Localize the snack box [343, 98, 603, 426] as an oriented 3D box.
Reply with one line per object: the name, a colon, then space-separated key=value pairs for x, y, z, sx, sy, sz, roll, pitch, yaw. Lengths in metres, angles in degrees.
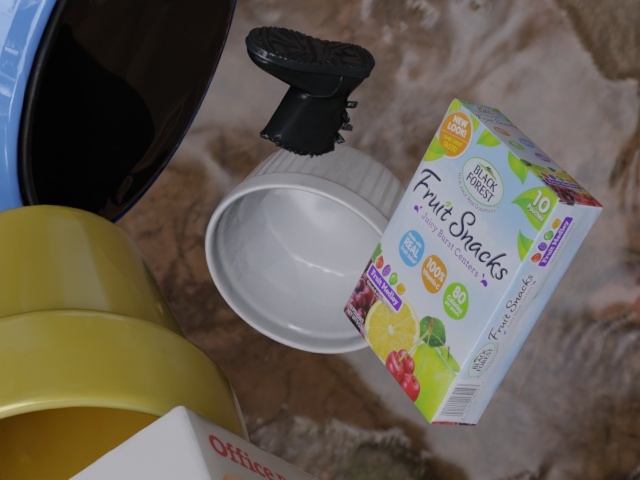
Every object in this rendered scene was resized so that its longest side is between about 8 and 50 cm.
snack box: x=0.075 y=0.012 z=0.723 sx=0.100 sy=0.037 sz=0.141 roll=51 pitch=123 yaw=43

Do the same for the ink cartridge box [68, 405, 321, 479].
ink cartridge box: x=-0.061 y=0.245 z=0.751 sx=0.168 sy=0.232 sz=0.171 roll=-35 pitch=142 yaw=12

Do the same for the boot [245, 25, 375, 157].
boot: x=-0.021 y=-0.119 z=1.125 sx=0.121 sy=0.045 sz=0.099 roll=6 pitch=134 yaw=-30

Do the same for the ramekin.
ramekin: x=0.000 y=0.000 z=1.357 sx=0.207 sy=0.109 sz=0.207 roll=12 pitch=129 yaw=15

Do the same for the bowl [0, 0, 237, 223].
bowl: x=-0.185 y=-0.173 z=1.200 sx=0.077 sy=0.391 sz=0.391 roll=25 pitch=123 yaw=14

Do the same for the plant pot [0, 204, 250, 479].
plant pot: x=-0.185 y=0.110 z=0.940 sx=0.254 sy=0.239 sz=0.254 roll=-8 pitch=132 yaw=-9
